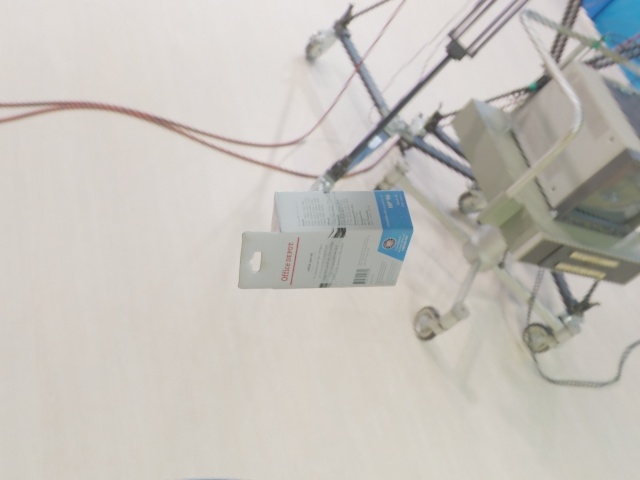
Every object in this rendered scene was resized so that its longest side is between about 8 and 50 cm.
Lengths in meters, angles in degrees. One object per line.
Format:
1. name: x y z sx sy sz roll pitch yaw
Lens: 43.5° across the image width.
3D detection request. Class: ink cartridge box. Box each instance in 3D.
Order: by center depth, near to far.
1. ink cartridge box: 0.000 0.000 0.406 0.083 0.048 0.028 -1 50 -11

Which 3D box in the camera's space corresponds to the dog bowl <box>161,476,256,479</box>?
1. dog bowl: -0.148 0.340 0.811 0.349 0.349 0.102 -6 95 -45
